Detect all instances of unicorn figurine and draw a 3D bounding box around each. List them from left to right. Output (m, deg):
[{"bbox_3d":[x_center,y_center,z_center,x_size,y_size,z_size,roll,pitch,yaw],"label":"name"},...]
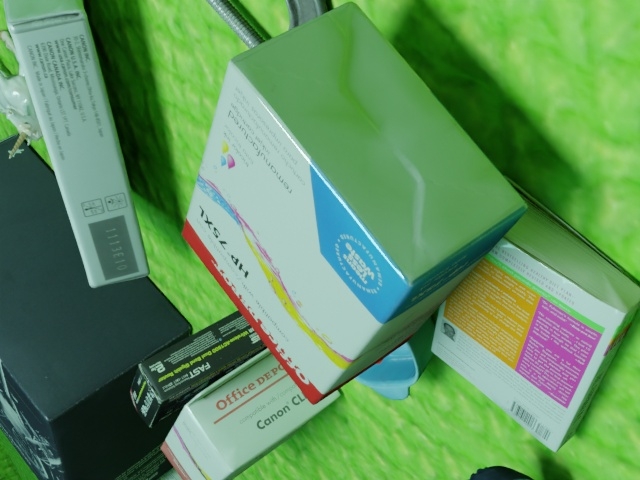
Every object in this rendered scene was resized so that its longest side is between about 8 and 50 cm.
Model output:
[{"bbox_3d":[-0.319,-0.154,1.044,0.111,0.060,0.162,64,169,-17],"label":"unicorn figurine"}]

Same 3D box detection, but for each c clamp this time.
[{"bbox_3d":[-0.046,-0.140,0.617,0.160,0.022,0.137,52,154,9],"label":"c clamp"}]

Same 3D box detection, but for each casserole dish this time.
[{"bbox_3d":[0.016,0.018,0.675,0.188,0.037,0.114,59,154,-7],"label":"casserole dish"}]

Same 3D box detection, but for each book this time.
[{"bbox_3d":[0.111,0.047,0.551,0.096,0.035,0.144,40,150,24],"label":"book"}]

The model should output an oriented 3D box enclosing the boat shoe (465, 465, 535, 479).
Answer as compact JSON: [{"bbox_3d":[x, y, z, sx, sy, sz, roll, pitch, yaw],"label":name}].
[{"bbox_3d":[0.123,0.247,0.674,0.089,0.109,0.258,29,142,54],"label":"boat shoe"}]

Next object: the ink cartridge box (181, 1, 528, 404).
[{"bbox_3d":[0.000,0.000,0.552,0.134,0.078,0.231,52,154,12],"label":"ink cartridge box"}]

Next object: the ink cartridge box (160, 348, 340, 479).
[{"bbox_3d":[-0.059,0.149,0.861,0.067,0.115,0.198,53,154,10],"label":"ink cartridge box"}]

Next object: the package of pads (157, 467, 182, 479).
[{"bbox_3d":[-0.135,0.437,1.338,0.296,0.101,0.229,43,152,25],"label":"package of pads"}]

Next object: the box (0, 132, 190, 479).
[{"bbox_3d":[-0.320,0.112,1.197,0.343,0.179,0.312,44,150,24],"label":"box"}]

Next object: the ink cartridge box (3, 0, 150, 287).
[{"bbox_3d":[-0.216,-0.135,0.879,0.275,0.060,0.239,86,167,-45],"label":"ink cartridge box"}]

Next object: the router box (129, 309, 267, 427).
[{"bbox_3d":[-0.100,0.106,0.875,0.038,0.122,0.092,56,154,11],"label":"router box"}]
